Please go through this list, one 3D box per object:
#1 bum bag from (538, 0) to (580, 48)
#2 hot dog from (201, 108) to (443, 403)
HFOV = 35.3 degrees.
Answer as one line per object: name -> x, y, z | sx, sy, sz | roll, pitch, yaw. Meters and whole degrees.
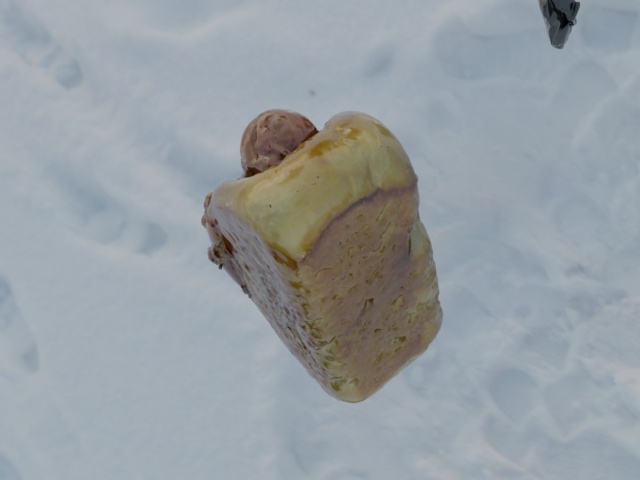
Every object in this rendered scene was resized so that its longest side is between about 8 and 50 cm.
bum bag -> 0.256, -0.303, 1.069 | 0.049, 0.087, 0.198 | -2, 79, 32
hot dog -> 0.000, 0.000, 0.771 | 0.150, 0.257, 0.153 | -34, 52, -13
